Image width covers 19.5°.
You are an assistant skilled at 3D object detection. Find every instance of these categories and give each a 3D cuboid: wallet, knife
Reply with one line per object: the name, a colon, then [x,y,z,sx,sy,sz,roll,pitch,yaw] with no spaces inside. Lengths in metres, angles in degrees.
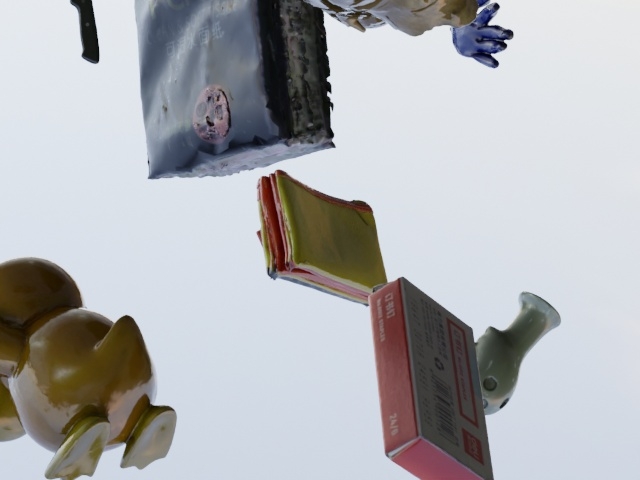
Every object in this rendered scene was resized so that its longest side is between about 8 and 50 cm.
wallet: [0.000,0.000,2.358,0.241,0.067,0.141,21,-127,-56]
knife: [-0.232,-0.250,1.774,0.023,0.170,0.010,-9,178,-3]

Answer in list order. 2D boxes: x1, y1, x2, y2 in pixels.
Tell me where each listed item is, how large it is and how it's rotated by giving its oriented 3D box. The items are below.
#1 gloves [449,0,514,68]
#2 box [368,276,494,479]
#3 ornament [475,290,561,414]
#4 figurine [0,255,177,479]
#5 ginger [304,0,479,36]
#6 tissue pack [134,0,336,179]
gloves: [0.142,-0.188,1.651,0.026,0.064,0.086,-7,-160,-24]
box: [0.111,0.147,1.903,0.123,0.050,0.229,37,-148,-35]
ornament: [0.212,0.135,2.191,0.081,0.156,0.075,44,162,-10]
figurine: [-0.263,0.127,1.894,0.228,0.215,0.215,15,-169,38]
ginger: [0.022,-0.224,1.290,0.219,0.123,0.270,42,174,-13]
tissue pack: [-0.106,-0.236,1.928,0.123,0.332,0.245,-1,173,-42]
